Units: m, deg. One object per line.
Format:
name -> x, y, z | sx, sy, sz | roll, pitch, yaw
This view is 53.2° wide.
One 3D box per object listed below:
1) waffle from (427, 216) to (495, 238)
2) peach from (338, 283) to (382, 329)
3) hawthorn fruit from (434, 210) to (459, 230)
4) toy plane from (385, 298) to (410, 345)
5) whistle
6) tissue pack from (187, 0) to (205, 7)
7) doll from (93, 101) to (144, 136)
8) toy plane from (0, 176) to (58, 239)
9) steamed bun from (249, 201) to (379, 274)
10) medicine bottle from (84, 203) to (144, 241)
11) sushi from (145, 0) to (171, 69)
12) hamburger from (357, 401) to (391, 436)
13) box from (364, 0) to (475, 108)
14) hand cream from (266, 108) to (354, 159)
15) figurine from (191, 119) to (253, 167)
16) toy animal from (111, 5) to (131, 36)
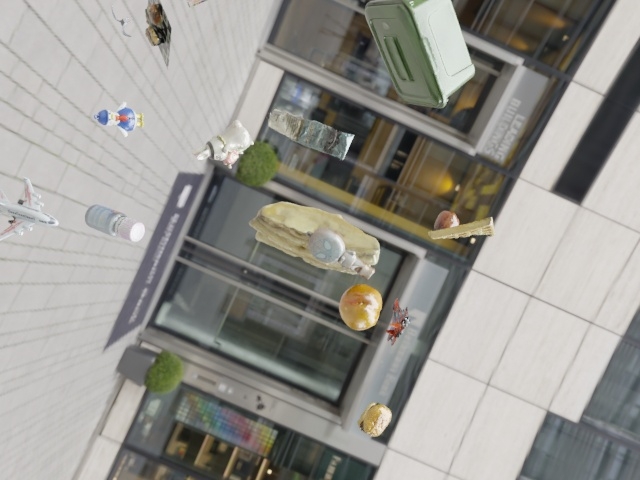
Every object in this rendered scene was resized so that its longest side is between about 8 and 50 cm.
waffle -> 0.330, -0.016, 1.491 | 0.097, 0.152, 0.023 | 50, 28, -67
peach -> 0.119, 0.200, 1.938 | 0.138, 0.138, 0.138 | -156, -90, -87
hawthorn fruit -> 0.440, -0.058, 2.262 | 0.093, 0.081, 0.081 | -39, 173, -19
toy plane -> 0.247, 0.245, 2.019 | 0.130, 0.061, 0.189 | -63, -179, 31
whistle -> 0.054, 0.035, 1.790 | 0.107, 0.220, 0.057 | -57, 179, 40
tissue pack -> -0.312, -0.711, 1.751 | 0.060, 0.148, 0.109 | 66, 0, -49
doll -> -0.561, -0.338, 1.777 | 0.057, 0.143, 0.099 | 2, -87, 46
toy plane -> -0.701, -0.064, 1.513 | 0.065, 0.171, 0.162 | 125, -16, -72
steamed bun -> 0.000, 0.000, 2.068 | 0.247, 0.427, 0.189 | -56, 158, -47
medicine bottle -> -0.654, -0.052, 2.038 | 0.083, 0.203, 0.083 | -41, 141, -44
sushi -> -0.495, -0.635, 1.889 | 0.040, 0.193, 0.210 | -20, 170, -22
hamburger -> 0.135, 0.441, 1.573 | 0.044, 0.076, 0.083 | 21, -102, 53
box -> 0.293, -0.568, 1.846 | 0.177, 0.329, 0.253 | -35, -151, -11
hand cream -> -0.035, -0.292, 1.719 | 0.052, 0.247, 0.075 | -12, 124, -77
figurine -> -0.242, -0.228, 1.632 | 0.146, 0.098, 0.081 | -40, -153, -10
toy animal -> -0.470, -0.522, 1.531 | 0.028, 0.084, 0.050 | -27, -174, 18
